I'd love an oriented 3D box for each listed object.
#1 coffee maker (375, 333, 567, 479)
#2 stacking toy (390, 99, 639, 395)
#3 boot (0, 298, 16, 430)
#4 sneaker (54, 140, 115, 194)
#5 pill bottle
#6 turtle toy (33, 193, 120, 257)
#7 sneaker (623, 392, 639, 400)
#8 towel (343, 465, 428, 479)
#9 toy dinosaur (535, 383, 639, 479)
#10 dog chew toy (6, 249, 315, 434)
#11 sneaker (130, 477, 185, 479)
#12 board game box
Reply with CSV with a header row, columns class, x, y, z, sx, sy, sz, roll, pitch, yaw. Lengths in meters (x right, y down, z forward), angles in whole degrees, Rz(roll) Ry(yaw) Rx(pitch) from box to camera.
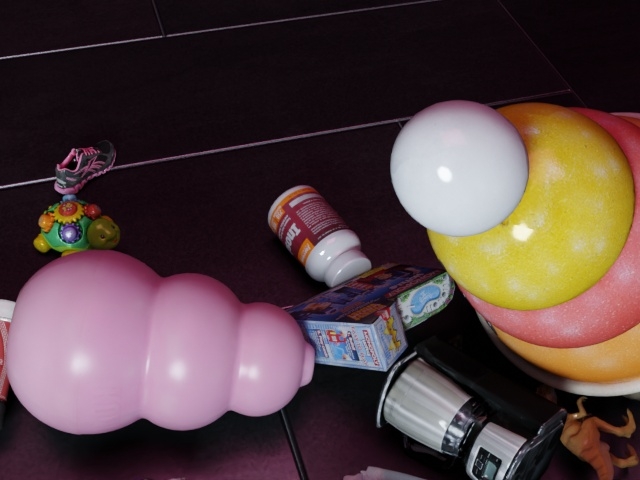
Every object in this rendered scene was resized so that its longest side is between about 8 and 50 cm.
class,x,y,z,sx,sy,sz,roll,pitch,yaw
coffee maker,0.180,0.188,0.914,0.178,0.120,0.171,29,55,31
stacking toy,0.221,-0.036,0.840,0.479,0.350,0.351,22,27,-49
boot,-0.470,0.156,0.951,0.244,0.088,0.176,2,64,13
sneaker,-0.354,-0.121,1.221,0.047,0.057,0.119,23,49,19
pill bottle,0.000,0.000,1.111,0.086,0.086,0.152,-25,53,-23
turtle toy,-0.331,-0.018,1.120,0.130,0.066,0.095,23,51,17
sneaker,0.404,0.124,1.049,0.071,0.066,0.188,13,51,-14
towel,0.154,0.406,0.754,0.374,0.090,0.321,15,51,10
toy dinosaur,0.308,0.235,0.920,0.112,0.064,0.211,1,18,-10
dog chew toy,-0.172,0.124,0.922,0.331,0.207,0.207,8,47,-7
sneaker,-0.224,0.311,0.746,0.146,0.102,0.293,6,10,4
board game box,0.062,0.093,0.974,0.194,0.060,0.194,-23,13,-23
